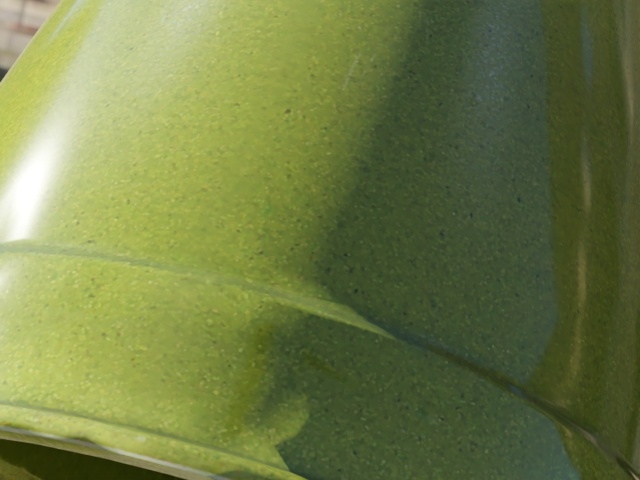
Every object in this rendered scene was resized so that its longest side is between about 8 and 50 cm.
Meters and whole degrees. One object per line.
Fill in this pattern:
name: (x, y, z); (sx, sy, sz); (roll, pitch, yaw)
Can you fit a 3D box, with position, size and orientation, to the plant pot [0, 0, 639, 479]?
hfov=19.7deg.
plant pot: (0.000, 0.000, 0.802); (0.366, 0.353, 0.366); (14, -26, 7)
